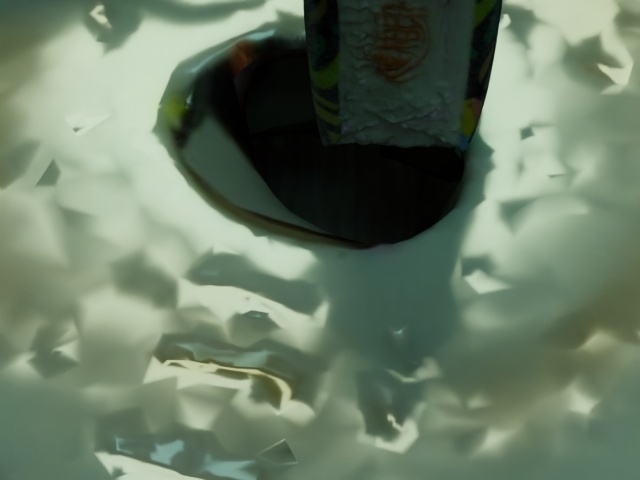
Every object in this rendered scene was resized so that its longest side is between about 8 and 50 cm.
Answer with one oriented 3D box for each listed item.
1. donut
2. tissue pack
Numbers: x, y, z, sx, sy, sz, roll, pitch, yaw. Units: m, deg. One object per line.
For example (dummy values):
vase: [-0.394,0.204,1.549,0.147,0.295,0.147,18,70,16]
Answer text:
donut: [0.000,0.000,0.620,0.383,0.142,0.382,0,55,0]
tissue pack: [0.026,-0.116,0.548,0.060,0.108,0.148,0,57,2]
